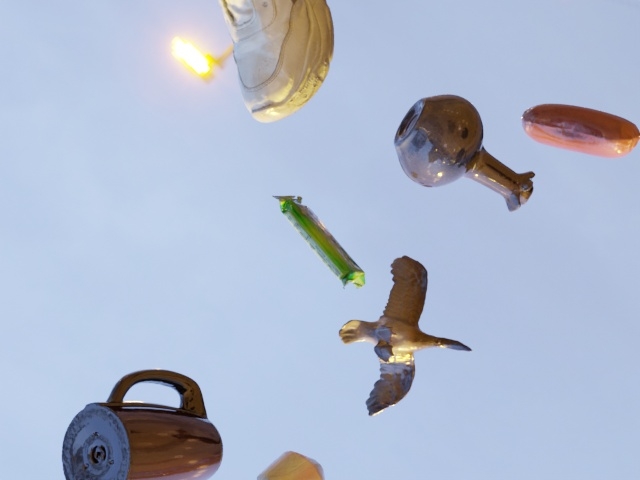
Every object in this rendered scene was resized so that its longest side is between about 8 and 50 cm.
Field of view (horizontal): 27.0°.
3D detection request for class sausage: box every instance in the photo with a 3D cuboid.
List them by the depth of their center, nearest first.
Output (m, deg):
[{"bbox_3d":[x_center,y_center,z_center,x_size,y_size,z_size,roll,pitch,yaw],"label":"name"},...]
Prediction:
[{"bbox_3d":[0.397,-0.171,2.047,0.194,0.077,0.077,15,-177,35],"label":"sausage"}]

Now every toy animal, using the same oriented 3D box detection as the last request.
[{"bbox_3d":[0.138,0.170,2.162,0.197,0.272,0.160,13,-174,37],"label":"toy animal"}]

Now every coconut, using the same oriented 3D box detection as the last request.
[{"bbox_3d":[-0.045,0.434,2.372,0.122,0.116,0.116,-33,-101,-32],"label":"coconut"}]

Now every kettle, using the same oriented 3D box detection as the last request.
[{"bbox_3d":[-0.259,0.295,2.003,0.232,0.144,0.202,8,-113,-53],"label":"kettle"}]

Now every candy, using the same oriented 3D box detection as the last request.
[{"bbox_3d":[0.001,-0.001,2.015,0.178,0.032,0.102,51,-170,15],"label":"candy"}]

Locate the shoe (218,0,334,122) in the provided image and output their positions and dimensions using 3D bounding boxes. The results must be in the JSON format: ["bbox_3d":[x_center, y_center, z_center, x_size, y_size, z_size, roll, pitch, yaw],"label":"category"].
[{"bbox_3d":[-0.090,-0.323,1.668,0.210,0.132,0.342,22,-115,-42],"label":"shoe"}]

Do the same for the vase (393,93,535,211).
[{"bbox_3d":[0.183,-0.101,1.647,0.183,0.120,0.120,31,-153,-13],"label":"vase"}]
